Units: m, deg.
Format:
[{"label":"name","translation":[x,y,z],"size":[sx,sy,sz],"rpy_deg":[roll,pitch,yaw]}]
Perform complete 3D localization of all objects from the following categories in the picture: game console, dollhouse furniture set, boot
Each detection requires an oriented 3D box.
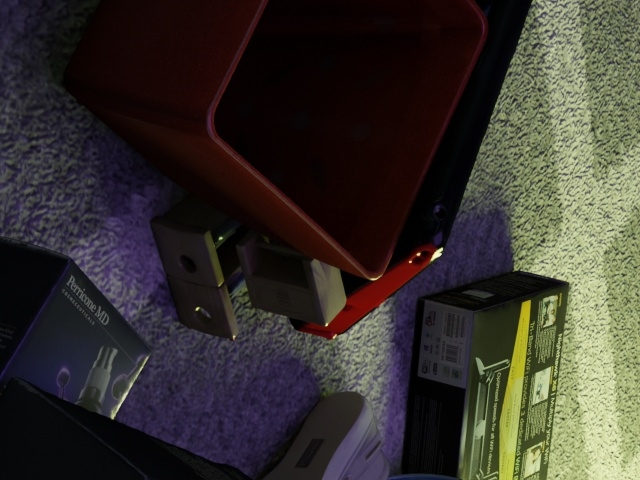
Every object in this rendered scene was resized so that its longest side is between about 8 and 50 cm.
[{"label":"game console","translation":[0.092,-0.105,1.722],"size":[0.386,0.060,0.342],"rpy_deg":[-69,-170,-24]},{"label":"dollhouse furniture set","translation":[-0.037,0.017,1.669],"size":[0.129,0.184,0.129],"rpy_deg":[-46,136,-38]},{"label":"boot","translation":[-0.002,0.287,1.889],"size":[0.258,0.095,0.123],"rpy_deg":[-50,128,-37]}]

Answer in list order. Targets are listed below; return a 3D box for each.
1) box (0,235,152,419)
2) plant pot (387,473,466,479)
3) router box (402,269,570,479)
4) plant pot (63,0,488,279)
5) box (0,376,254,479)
[{"label":"box","translation":[-0.255,0.123,1.449],"size":[0.207,0.108,0.153],"rpy_deg":[-62,144,-21]},{"label":"plant pot","translation":[0.123,0.430,1.992],"size":[0.290,0.290,0.195],"rpy_deg":[-32,141,-48]},{"label":"router box","translation":[0.202,0.206,2.188],"size":[0.243,0.081,0.308],"rpy_deg":[-11,110,-54]},{"label":"plant pot","translation":[-0.055,-0.155,1.524],"size":[0.267,0.236,0.267],"rpy_deg":[42,66,-46]},{"label":"box","translation":[-0.173,0.306,1.387],"size":[0.294,0.183,0.296],"rpy_deg":[32,89,-50]}]
